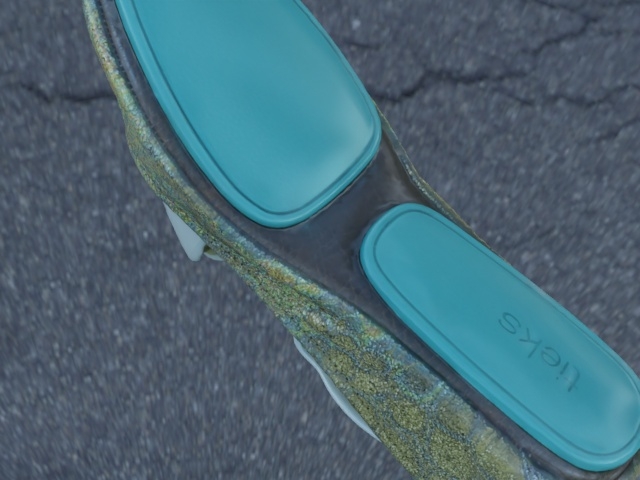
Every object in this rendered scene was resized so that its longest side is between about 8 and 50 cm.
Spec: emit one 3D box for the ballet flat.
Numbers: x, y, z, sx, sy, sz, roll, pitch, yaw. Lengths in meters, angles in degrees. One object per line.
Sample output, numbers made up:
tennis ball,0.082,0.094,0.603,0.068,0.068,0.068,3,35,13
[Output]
ballet flat,0.000,0.000,0.622,0.123,0.123,0.348,-43,86,-18
